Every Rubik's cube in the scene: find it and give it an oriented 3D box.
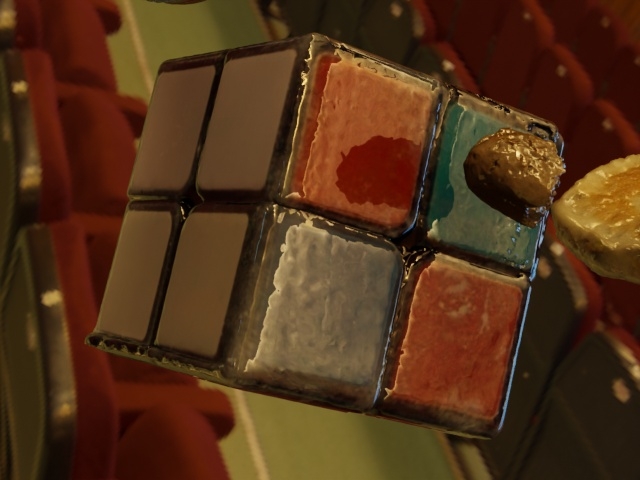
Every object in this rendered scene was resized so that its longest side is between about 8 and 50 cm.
[{"bbox_3d":[0.000,0.000,1.219,0.318,0.313,0.316,17,-8,-33],"label":"Rubik's cube"}]

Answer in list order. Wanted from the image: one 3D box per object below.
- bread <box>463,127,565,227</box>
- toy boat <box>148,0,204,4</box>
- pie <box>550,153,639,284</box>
[{"bbox_3d":[0.162,-0.057,1.040,0.082,0.060,0.113,31,-6,7],"label":"bread"},{"bbox_3d":[-0.125,-0.391,1.576,0.079,0.392,0.136,-36,101,-36],"label":"toy boat"},{"bbox_3d":[0.448,-0.035,1.489,0.339,0.077,0.339,-13,25,6],"label":"pie"}]
